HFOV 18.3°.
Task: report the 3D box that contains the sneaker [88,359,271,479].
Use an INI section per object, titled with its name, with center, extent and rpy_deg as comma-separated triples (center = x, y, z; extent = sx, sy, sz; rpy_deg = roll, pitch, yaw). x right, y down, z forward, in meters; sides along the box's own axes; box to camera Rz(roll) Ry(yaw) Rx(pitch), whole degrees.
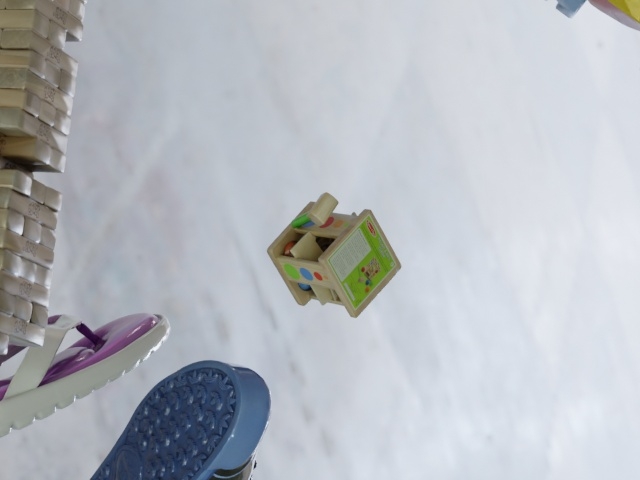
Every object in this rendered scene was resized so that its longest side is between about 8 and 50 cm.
[sneaker]
center = -0.078, 0.149, 1.247
extent = 0.090, 0.232, 0.081
rpy_deg = 7, 53, -33

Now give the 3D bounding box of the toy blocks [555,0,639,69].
[toy blocks]
center = 0.136, -0.203, 1.032
extent = 0.381, 0.190, 0.261
rpy_deg = 37, -6, 2

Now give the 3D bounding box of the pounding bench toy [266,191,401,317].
[pounding bench toy]
center = 0.000, 0.000, 1.311
extent = 0.052, 0.065, 0.083
rpy_deg = -47, 126, -27

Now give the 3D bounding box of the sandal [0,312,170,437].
[sandal]
center = -0.324, 0.137, 2.143
extent = 0.416, 0.169, 0.102
rpy_deg = -27, 102, -44

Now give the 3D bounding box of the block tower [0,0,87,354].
[block tower]
center = -0.273, -0.069, 1.678
extent = 0.097, 0.091, 0.335
rpy_deg = 33, 62, -66
